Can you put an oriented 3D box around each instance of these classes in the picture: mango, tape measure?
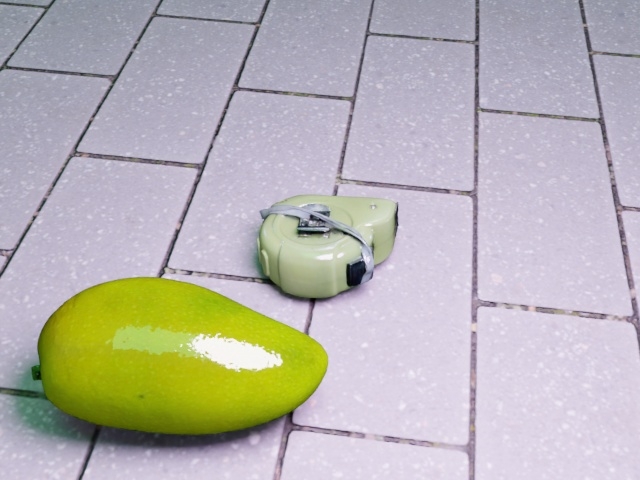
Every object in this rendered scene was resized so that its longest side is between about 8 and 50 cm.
[{"bbox_3d":[-0.162,0.136,1.102,0.342,0.156,0.192,7,49,0],"label":"mango"},{"bbox_3d":[0.000,0.000,1.303,0.199,0.106,0.175,7,37,10],"label":"tape measure"}]
